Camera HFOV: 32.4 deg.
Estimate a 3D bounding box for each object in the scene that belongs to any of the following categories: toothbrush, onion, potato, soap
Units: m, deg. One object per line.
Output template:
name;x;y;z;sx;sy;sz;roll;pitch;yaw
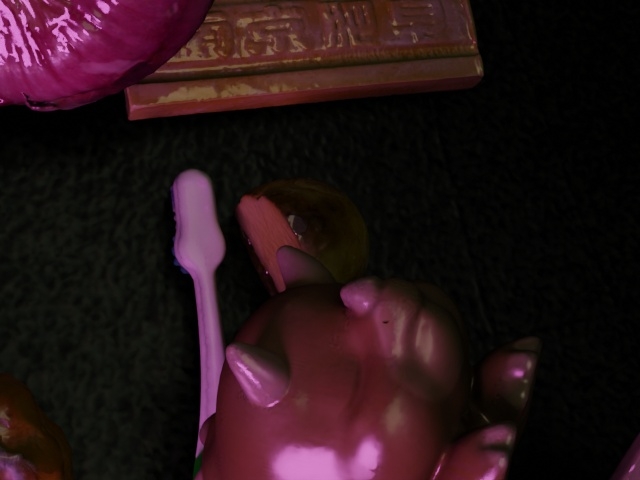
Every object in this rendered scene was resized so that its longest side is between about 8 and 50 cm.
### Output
toothbrush;-0.054;0.161;0.647;0.042;0.040;0.418;-4;78;-20
onion;-0.163;-0.190;0.622;0.230;0.163;0.230;0;116;0
potato;0.000;0.000;0.671;0.066;0.103;0.096;-31;88;-18
soap;-0.011;-0.138;0.737;0.252;0.037;0.092;-8;81;-18

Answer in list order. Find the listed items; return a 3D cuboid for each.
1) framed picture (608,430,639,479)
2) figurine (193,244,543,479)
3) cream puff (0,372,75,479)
framed picture;0.225;0.254;0.618;0.247;0.022;0.335;27;104;-6
figurine;0.017;0.123;0.601;0.173;0.247;0.177;13;55;13
cream puff;-0.198;0.125;0.583;0.146;0.116;0.146;-4;108;-14
